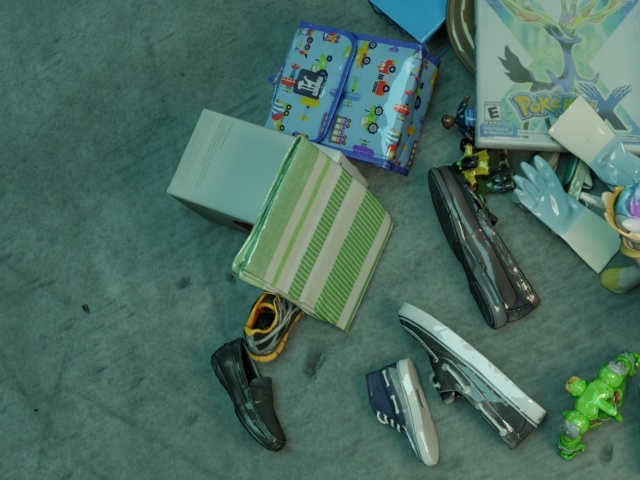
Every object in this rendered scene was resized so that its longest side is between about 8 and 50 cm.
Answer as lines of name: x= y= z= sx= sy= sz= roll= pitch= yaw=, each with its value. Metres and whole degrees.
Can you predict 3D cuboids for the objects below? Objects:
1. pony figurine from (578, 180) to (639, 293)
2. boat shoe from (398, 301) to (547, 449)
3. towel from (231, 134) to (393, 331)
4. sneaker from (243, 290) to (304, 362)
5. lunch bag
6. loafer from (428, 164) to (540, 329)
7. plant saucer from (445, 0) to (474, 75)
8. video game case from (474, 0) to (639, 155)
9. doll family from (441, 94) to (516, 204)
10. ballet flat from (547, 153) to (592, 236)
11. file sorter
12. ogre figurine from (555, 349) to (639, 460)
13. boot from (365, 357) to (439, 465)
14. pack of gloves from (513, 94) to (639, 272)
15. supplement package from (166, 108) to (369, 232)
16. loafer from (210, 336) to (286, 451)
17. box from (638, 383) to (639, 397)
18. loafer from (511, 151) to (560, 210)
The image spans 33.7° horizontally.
pony figurine: x=0.555 y=0.042 z=1.545 sx=0.351 sy=0.363 sz=0.303 roll=26 pitch=84 yaw=24
boat shoe: x=0.229 y=0.225 z=1.756 sx=0.301 sy=0.108 sz=0.102 roll=41 pitch=89 yaw=18
towel: x=0.000 y=0.000 z=1.783 sx=0.038 sy=0.325 sz=0.248 roll=19 pitch=80 yaw=39
sneaker: x=-0.075 y=0.111 z=1.892 sx=0.084 sy=0.083 sz=0.215 roll=9 pitch=60 yaw=23
lunch bag: x=0.041 y=-0.266 z=1.924 sx=0.293 sy=0.138 sz=0.221 roll=17 pitch=92 yaw=22
loafer: x=0.277 y=0.002 z=1.814 sx=0.095 sy=0.109 sz=0.302 roll=-19 pitch=74 yaw=-7
plant saucer: x=0.360 y=-0.396 z=1.864 sx=0.278 sy=0.041 sz=0.278 roll=1 pitch=83 yaw=-5
video game case: x=0.426 y=-0.295 z=1.801 sx=0.329 sy=0.036 sz=0.300 roll=2 pitch=76 yaw=-3
doll family: x=0.277 y=-0.162 z=1.870 sx=0.111 sy=0.076 sz=0.193 roll=-10 pitch=66 yaw=21
ballet flat: x=0.436 y=-0.084 z=1.806 sx=0.052 sy=0.057 sz=0.168 roll=20 pitch=85 yaw=-4
file sorter: x=0.182 y=-0.435 z=1.964 sx=0.118 sy=0.104 sz=0.170 roll=-46 pitch=66 yaw=1
ogre figurine: x=0.435 y=0.253 z=1.661 sx=0.197 sy=0.118 sz=0.097 roll=-36 pitch=66 yaw=6
boot: x=0.138 y=0.299 z=1.789 sx=0.086 sy=0.069 sz=0.190 roll=-24 pitch=60 yaw=19
pack of gloves: x=0.439 y=-0.094 z=1.760 sx=0.232 sy=0.046 sz=0.195 roll=41 pitch=88 yaw=-13
supplement package: x=-0.093 y=-0.096 z=1.921 sx=0.293 sy=0.177 sz=0.175 roll=19 pitch=81 yaw=24
loafer: x=-0.118 y=0.271 z=1.876 sx=0.078 sy=0.076 sz=0.223 roll=-40 pitch=61 yaw=13
box: x=0.590 y=0.285 z=1.617 sx=0.180 sy=0.077 sz=0.147 roll=-11 pitch=71 yaw=16
loafer: x=0.379 y=-0.108 z=1.838 sx=0.125 sy=0.039 sz=0.045 roll=-54 pitch=33 yaw=-7
